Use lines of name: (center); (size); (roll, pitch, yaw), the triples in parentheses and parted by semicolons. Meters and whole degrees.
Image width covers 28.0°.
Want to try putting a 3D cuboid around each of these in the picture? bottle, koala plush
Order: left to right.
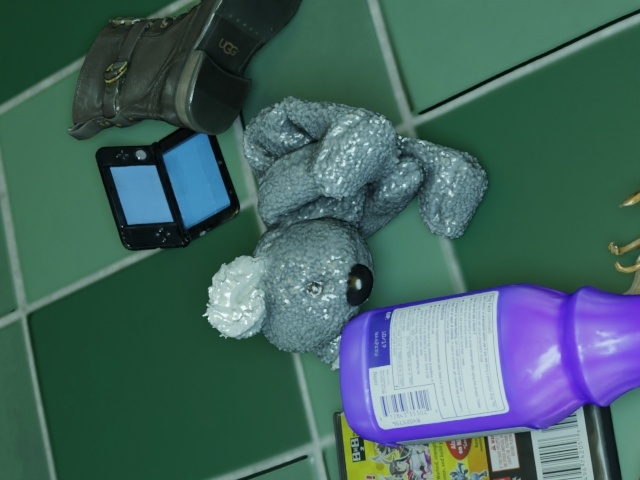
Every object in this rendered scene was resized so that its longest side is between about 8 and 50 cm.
koala plush: (0.000, 0.000, 1.138); (0.203, 0.196, 0.221); (16, 89, 44)
bottle: (0.153, 0.094, 1.027); (0.283, 0.092, 0.118); (-13, 70, 29)

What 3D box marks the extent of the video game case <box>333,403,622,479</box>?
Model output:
video game case: (0.138, 0.261, 1.078); (0.248, 0.035, 0.274); (-14, 74, 28)

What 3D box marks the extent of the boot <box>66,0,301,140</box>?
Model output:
boot: (-0.150, -0.217, 1.321); (0.229, 0.091, 0.263); (11, 69, 46)

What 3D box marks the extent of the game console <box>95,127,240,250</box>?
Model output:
game console: (-0.157, -0.060, 1.307); (0.071, 0.107, 0.122); (-48, 55, 48)

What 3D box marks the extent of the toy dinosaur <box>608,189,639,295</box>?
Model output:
toy dinosaur: (0.303, -0.007, 1.029); (0.211, 0.064, 0.112); (-35, 91, 22)

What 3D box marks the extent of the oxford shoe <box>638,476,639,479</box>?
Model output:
oxford shoe: (0.277, 0.184, 0.991); (0.212, 0.076, 0.076); (-51, 38, -1)
